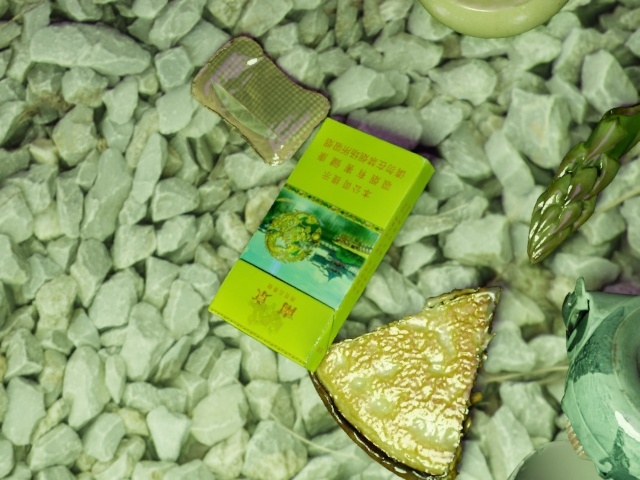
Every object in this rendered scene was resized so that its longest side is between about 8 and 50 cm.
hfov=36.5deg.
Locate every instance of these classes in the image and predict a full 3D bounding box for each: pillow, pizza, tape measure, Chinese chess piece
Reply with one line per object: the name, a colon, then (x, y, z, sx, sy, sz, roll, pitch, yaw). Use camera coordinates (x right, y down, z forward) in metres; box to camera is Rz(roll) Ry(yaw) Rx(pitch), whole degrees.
pillow: (-0.097, -0.216, 1.479, 0.211, 0.034, 0.135, 41, 91, 18)
pizza: (0.108, 0.171, 1.337, 0.251, 0.074, 0.287, 19, 81, 15)
tape measure: (0.432, 0.187, 1.197, 0.256, 0.147, 0.275, 5, 55, -5)
Chinese chess piece: (0.253, -0.427, 1.411, 0.273, 0.102, 0.273, -3, 78, 12)

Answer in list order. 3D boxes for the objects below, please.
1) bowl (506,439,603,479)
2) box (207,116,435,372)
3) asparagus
bowl: (0.324, 0.399, 1.174, 0.287, 0.143, 0.287, 13, 45, -14)
box: (0.000, 0.000, 1.375, 0.187, 0.047, 0.335, 27, 81, 30)
asparagus: (0.362, -0.089, 1.335, 0.080, 0.080, 0.287, 32, 87, 16)
